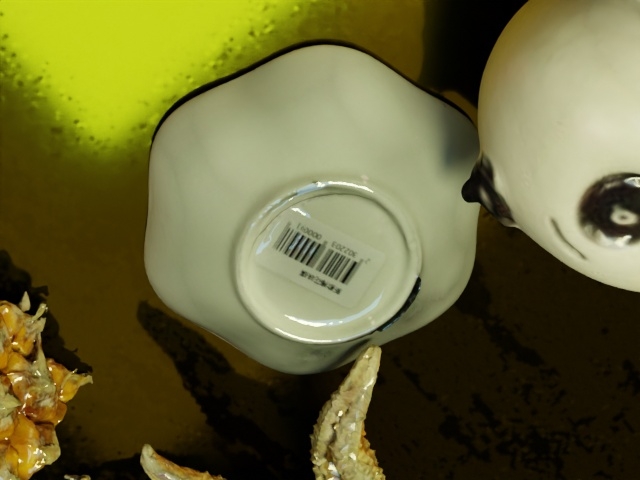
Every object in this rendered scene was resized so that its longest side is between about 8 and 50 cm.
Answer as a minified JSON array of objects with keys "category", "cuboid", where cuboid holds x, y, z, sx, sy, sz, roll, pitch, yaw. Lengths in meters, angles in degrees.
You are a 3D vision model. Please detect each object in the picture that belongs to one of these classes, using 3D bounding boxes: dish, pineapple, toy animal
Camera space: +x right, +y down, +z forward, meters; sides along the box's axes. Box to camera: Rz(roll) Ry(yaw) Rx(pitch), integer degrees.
[{"category":"dish","cuboid":[0.000,0.000,0.912,0.191,0.066,0.190,-3,117,-6]},{"category":"pineapple","cuboid":[-0.226,0.131,0.915,0.233,0.135,0.079,-31,117,8]},{"category":"toy animal","cuboid":[0.179,-0.085,0.834,0.187,0.165,0.235,19,112,-34]}]

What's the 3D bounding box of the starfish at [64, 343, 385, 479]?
[{"category":"starfish","cuboid":[-0.009,0.195,0.995,0.301,0.084,0.293,-33,114,18]}]
